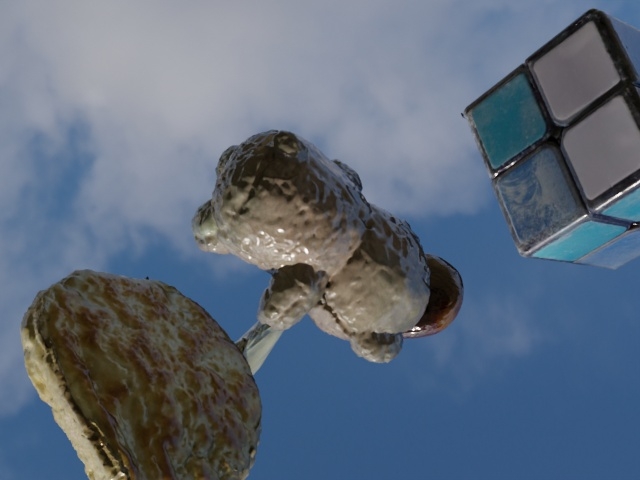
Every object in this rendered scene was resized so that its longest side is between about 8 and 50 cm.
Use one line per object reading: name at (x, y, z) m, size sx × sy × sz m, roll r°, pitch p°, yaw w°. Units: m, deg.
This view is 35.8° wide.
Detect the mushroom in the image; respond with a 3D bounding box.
mushroom at (0.106, 0.060, 1.160) m, size 0.123 × 0.052 × 0.123 m, roll -5°, pitch -126°, yaw 7°

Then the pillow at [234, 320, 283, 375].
pillow at (-0.126, 0.188, 1.535) m, size 0.051 × 0.128 × 0.229 m, roll 37°, pitch -139°, yaw 10°

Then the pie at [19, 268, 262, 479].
pie at (-0.135, 0.113, 0.746) m, size 0.084 × 0.179 × 0.205 m, roll -43°, pitch -104°, yaw 30°

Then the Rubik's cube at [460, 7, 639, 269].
Rubik's cube at (0.488, -0.157, 1.706) m, size 0.318 × 0.316 × 0.313 m, roll -38°, pitch -122°, yaw 39°

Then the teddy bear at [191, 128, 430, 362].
teddy bear at (0.000, -0.001, 1.043) m, size 0.151 × 0.267 × 0.236 m, roll -22°, pitch -144°, yaw 40°
